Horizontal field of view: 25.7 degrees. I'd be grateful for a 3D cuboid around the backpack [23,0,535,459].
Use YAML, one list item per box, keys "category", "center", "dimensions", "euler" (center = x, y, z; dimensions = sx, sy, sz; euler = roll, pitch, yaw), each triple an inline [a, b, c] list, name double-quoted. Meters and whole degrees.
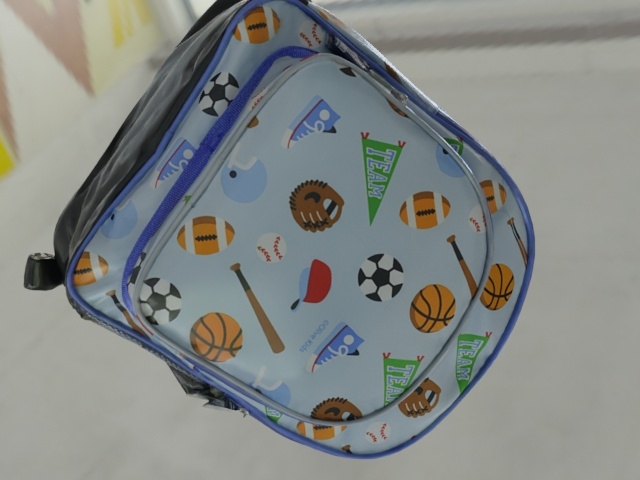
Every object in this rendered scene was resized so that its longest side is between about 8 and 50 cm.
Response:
- category: "backpack"
  center: [0.000, 0.000, 0.872]
  dimensions: [0.276, 0.263, 0.213]
  euler: [-53, -156, 6]
